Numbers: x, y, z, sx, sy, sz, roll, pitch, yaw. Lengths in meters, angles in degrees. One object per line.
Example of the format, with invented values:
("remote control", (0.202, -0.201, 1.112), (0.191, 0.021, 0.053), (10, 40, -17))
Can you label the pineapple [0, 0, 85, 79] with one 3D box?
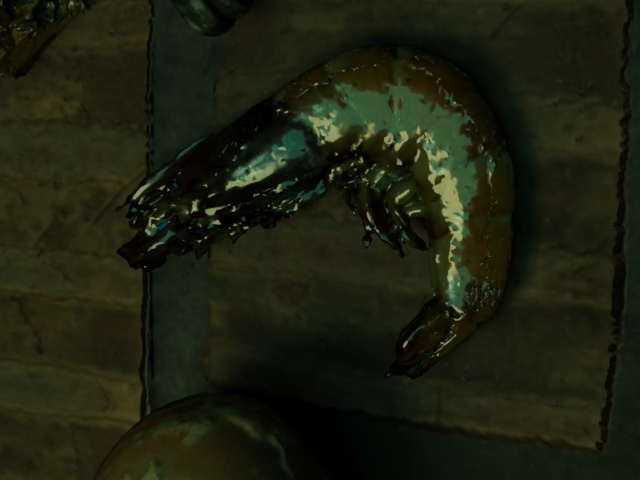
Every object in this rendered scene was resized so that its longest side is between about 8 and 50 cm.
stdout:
("pineapple", (-0.211, -0.160, 0.929), (0.114, 0.114, 0.077), (-30, 126, 7))

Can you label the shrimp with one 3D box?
("shrimp", (0.000, 0.000, 0.877), (0.290, 0.054, 0.222), (-22, 92, 18))

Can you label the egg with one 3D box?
("egg", (-0.073, 0.208, 0.872), (0.194, 0.195, 0.233), (11, 115, 18))

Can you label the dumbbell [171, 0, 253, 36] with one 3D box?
("dumbbell", (-0.008, -0.216, 0.819), (0.254, 0.110, 0.110), (-20, 93, 17))
